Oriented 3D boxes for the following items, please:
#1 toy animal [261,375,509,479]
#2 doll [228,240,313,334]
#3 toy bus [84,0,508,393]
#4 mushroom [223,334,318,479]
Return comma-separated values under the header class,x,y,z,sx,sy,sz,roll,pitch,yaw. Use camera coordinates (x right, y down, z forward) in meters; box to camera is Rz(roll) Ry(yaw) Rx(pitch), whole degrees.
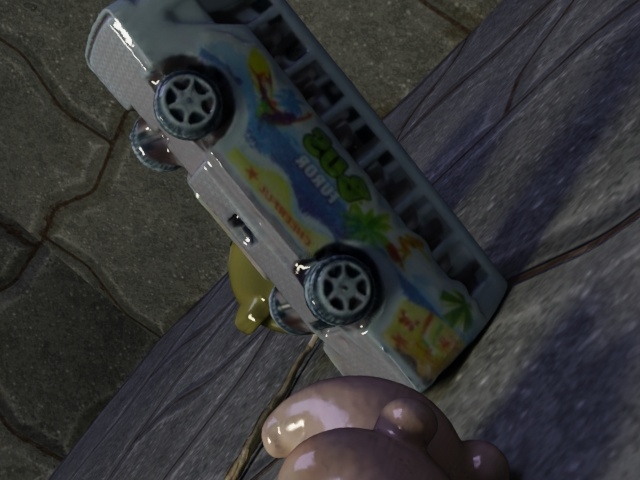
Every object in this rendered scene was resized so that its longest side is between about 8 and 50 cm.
class,x,y,z,sx,sy,sz,roll,pitch,yaw
toy animal,0.016,0.130,0.456,0.124,0.124,0.212,-47,3,12
doll,0.000,0.000,1.133,0.177,0.161,0.260,-44,5,21
toy bus,-0.017,-0.043,0.752,0.136,0.329,0.109,-40,4,-22
mushroom,-0.048,0.170,1.083,0.026,0.028,0.286,4,37,25
